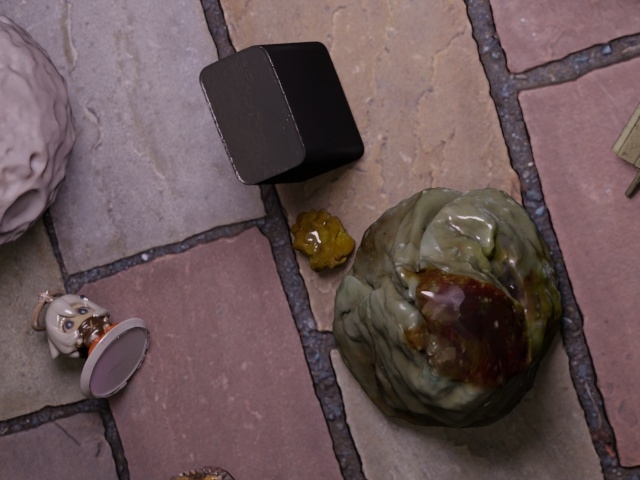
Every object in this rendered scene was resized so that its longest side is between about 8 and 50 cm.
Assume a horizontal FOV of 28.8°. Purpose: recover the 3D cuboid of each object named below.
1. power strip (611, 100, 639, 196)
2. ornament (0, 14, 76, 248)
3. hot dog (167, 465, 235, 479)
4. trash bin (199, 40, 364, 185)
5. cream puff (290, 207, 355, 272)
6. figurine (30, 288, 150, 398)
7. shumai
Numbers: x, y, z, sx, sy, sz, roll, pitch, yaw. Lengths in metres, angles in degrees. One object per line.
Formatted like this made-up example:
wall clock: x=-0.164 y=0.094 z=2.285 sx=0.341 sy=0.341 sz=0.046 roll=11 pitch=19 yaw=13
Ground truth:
power strip: x=0.427 y=-0.161 z=1.462 sx=0.092 sy=0.034 sz=0.268 roll=31 pitch=119 yaw=9
ornament: x=-0.481 y=-0.152 z=1.603 sx=0.337 sy=0.337 sz=0.337 roll=2 pitch=97 yaw=16
hot dog: x=-0.139 y=0.438 z=1.699 sx=0.144 sy=0.075 sz=0.268 roll=-24 pitch=92 yaw=15
trash bin: x=-0.049 y=-0.154 z=1.525 sx=0.115 sy=0.225 sz=0.165 roll=-20 pitch=91 yaw=18
cream puff: x=0.000 y=0.000 z=1.616 sx=0.083 sy=0.058 sz=0.083 roll=-2 pitch=94 yaw=14
figurine: x=-0.328 y=0.129 z=1.705 sx=0.153 sy=0.132 sz=0.132 roll=32 pitch=104 yaw=23
shumai: x=0.131 y=0.098 z=1.485 sx=0.304 sy=0.263 sz=0.309 roll=-15 pitch=92 yaw=15
